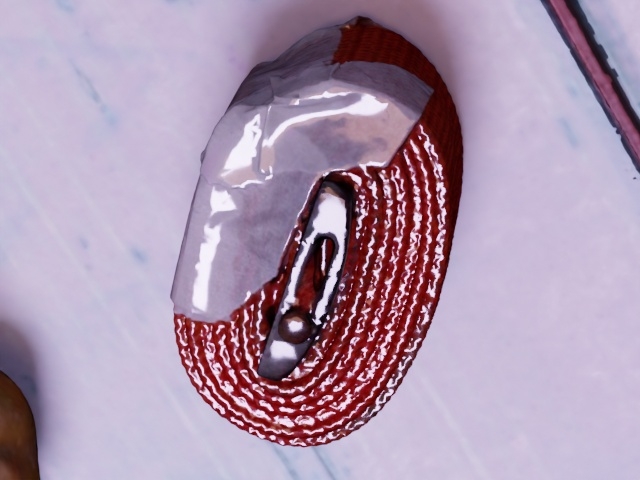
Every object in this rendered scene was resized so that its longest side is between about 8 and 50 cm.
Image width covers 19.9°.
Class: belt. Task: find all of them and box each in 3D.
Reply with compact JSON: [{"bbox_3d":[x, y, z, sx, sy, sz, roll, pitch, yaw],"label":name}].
[{"bbox_3d":[0.000,0.000,0.893,0.128,0.124,0.201,15,113,2],"label":"belt"}]

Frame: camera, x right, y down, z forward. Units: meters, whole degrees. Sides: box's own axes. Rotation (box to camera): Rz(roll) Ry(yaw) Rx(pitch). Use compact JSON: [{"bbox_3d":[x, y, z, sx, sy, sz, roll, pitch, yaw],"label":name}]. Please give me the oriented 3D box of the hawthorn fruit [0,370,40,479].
[{"bbox_3d":[-0.272,0.142,0.970,0.251,0.199,0.199,-30,103,33],"label":"hawthorn fruit"}]
